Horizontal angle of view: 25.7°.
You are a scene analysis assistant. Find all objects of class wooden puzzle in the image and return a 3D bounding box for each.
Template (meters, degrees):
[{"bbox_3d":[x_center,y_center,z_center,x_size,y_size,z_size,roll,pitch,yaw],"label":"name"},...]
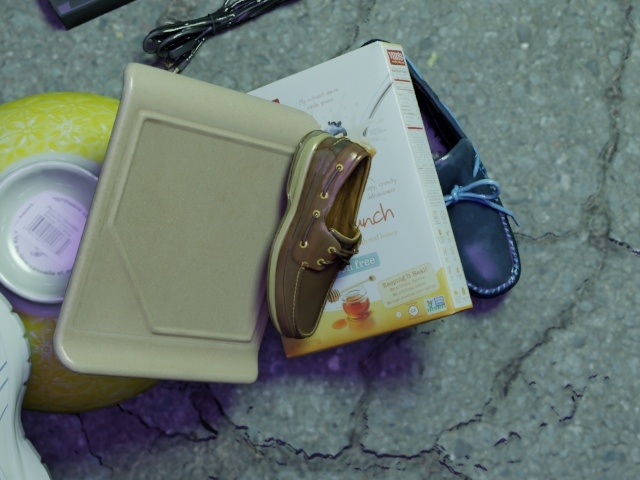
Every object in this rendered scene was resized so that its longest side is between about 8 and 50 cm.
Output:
[{"bbox_3d":[-0.106,-0.007,1.127,0.044,0.221,0.238,16,93,41],"label":"wooden puzzle"}]

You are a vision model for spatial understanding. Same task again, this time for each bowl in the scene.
[{"bbox_3d":[-0.219,0.001,1.179,0.289,0.156,0.289,1,83,-5],"label":"bowl"}]

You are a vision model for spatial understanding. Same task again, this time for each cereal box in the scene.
[{"bbox_3d":[0.020,-0.033,1.218,0.173,0.047,0.240,-18,84,29],"label":"cereal box"}]

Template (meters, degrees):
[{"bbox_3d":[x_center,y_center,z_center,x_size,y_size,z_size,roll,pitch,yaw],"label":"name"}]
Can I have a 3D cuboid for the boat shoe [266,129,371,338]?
[{"bbox_3d":[0.000,0.000,1.165,0.060,0.064,0.178,16,99,31],"label":"boat shoe"}]

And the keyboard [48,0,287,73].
[{"bbox_3d":[-0.102,-0.279,1.287,0.317,0.033,0.201,-27,87,-7],"label":"keyboard"}]

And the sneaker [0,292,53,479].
[{"bbox_3d":[-0.293,0.144,1.095,0.111,0.129,0.297,-2,110,30],"label":"sneaker"}]

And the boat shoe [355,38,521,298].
[{"bbox_3d":[0.093,-0.059,1.250,0.109,0.089,0.258,-36,88,-9],"label":"boat shoe"}]
